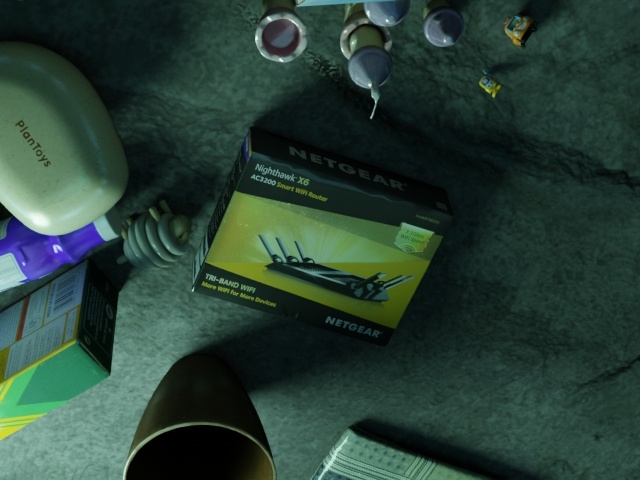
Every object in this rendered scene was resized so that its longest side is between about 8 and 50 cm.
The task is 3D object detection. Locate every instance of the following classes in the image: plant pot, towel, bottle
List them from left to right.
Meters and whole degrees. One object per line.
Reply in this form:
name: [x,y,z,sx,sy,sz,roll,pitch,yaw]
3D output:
bottle: [-0.417,0.012,1.768,0.283,0.118,0.092,-20,106,6]
plant pot: [-0.177,0.277,1.887,0.215,0.230,0.215,-2,122,-3]
towel: [0.114,0.470,2.148,0.324,0.056,0.312,23,114,-16]

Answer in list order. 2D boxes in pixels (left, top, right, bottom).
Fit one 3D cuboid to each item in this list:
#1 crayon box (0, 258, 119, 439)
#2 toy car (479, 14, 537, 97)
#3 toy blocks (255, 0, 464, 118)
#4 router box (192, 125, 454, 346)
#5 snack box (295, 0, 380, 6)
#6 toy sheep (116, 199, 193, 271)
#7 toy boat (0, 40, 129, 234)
crayon box: [-0.443,0.182,1.821,0.323,0.203,0.083,-29,120,13]
toy car: [0.244,-0.251,1.706,0.040,0.060,0.122,36,109,11]
toy blocks: [0.089,-0.328,1.522,0.309,0.260,0.288,5,120,-8]
router box: [0.000,0.000,1.821,0.309,0.081,0.243,17,118,-15]
snack box: [0.051,-0.365,1.378,0.175,0.070,0.207,-7,90,-14]
toy sheep: [-0.236,0.000,1.800,0.132,0.091,0.091,-26,121,27]
toy boat: [-0.423,-0.111,1.681,0.318,0.148,0.267,-27,96,7]
